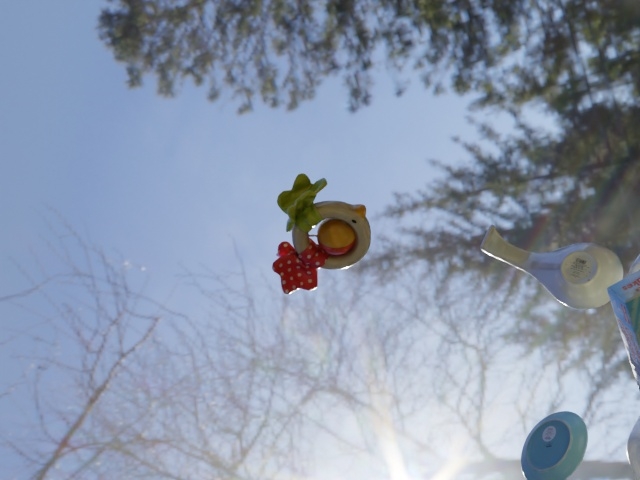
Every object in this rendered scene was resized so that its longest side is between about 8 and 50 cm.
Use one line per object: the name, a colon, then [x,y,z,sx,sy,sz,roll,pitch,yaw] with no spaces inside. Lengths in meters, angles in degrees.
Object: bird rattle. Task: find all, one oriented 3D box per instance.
bird rattle: [0.000,0.000,1.941,0.143,0.207,0.253,-76,-13,-62]

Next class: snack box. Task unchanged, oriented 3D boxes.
snack box: [0.595,0.164,1.529,0.321,0.187,0.060,63,175,-29]

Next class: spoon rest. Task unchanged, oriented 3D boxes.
spoon rest: [0.453,0.045,1.839,0.137,0.276,0.084,-62,-32,-9]

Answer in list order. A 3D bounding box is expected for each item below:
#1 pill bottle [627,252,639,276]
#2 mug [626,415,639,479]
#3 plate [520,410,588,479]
pill bottle: [0.693,0.035,1.798,0.264,0.146,0.146,-38,-67,-45]
mug: [0.785,0.356,1.822,0.276,0.328,0.374,54,161,35]
plate: [0.519,0.465,2.124,0.024,0.188,0.188,35,-133,-24]
